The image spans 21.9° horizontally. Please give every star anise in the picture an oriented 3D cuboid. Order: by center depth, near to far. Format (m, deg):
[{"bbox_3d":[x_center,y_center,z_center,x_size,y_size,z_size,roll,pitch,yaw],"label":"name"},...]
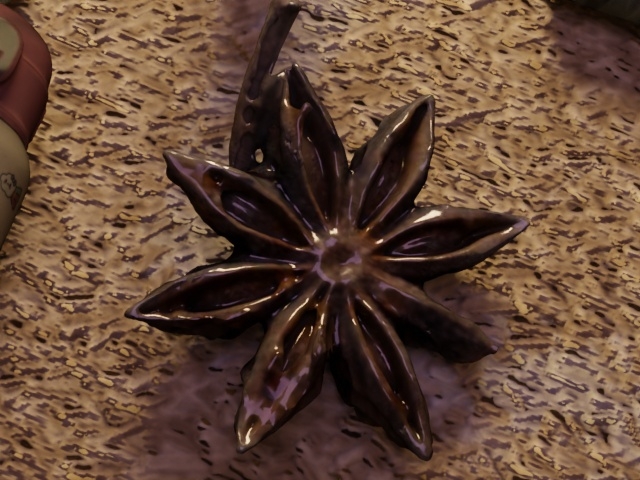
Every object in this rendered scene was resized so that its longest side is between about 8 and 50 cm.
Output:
[{"bbox_3d":[0.001,0.000,0.903,0.230,0.081,0.262,-16,81,-10],"label":"star anise"}]

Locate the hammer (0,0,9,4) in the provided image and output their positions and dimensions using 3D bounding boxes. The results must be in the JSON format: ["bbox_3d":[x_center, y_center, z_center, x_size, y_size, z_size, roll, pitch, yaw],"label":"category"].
[{"bbox_3d":[-0.254,-0.136,0.955,0.116,0.069,0.194,33,78,9],"label":"hammer"}]

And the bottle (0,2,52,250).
[{"bbox_3d":[-0.218,-0.023,0.882,0.110,0.110,0.233,19,68,4],"label":"bottle"}]

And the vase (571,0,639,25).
[{"bbox_3d":[0.244,-0.142,0.990,0.211,0.060,0.060,19,68,2],"label":"vase"}]
